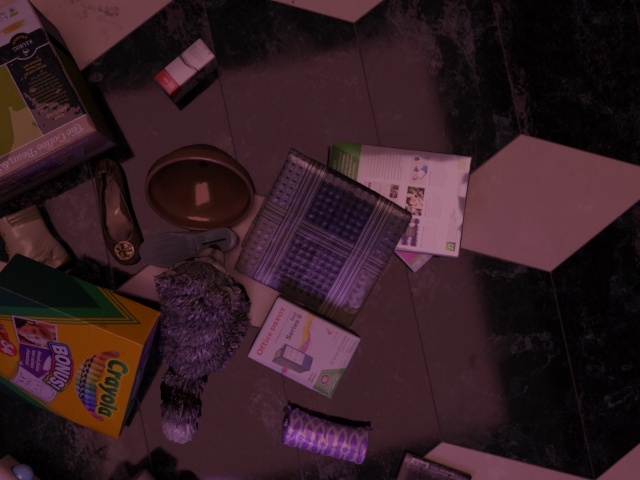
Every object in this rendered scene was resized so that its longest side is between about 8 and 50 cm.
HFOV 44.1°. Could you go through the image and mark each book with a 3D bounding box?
[{"bbox_3d":[0.202,-0.009,1.832,0.096,0.035,0.144,-43,91,0],"label":"book"}]

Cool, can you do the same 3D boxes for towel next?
[{"bbox_3d":[0.000,0.000,1.768,0.312,0.056,0.324,27,110,-2],"label":"towel"}]

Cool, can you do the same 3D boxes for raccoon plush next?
[{"bbox_3d":[-0.254,0.232,1.672,0.216,0.299,0.446,-2,89,-3],"label":"raccoon plush"}]

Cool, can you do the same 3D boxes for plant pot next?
[{"bbox_3d":[-0.262,-0.135,1.750,0.237,0.237,0.109,4,49,-3],"label":"plant pot"}]

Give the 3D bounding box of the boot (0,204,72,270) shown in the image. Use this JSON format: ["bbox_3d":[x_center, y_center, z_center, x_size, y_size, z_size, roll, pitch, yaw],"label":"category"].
[{"bbox_3d":[-0.689,0.034,1.768,0.213,0.077,0.165,-32,91,-8],"label":"boot"}]

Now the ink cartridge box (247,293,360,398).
[{"bbox_3d":[-0.038,0.237,1.786,0.212,0.093,0.154,28,88,0],"label":"ink cartridge box"}]

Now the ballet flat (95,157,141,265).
[{"bbox_3d":[-0.463,-0.065,1.789,0.084,0.058,0.249,-11,89,-2],"label":"ballet flat"}]

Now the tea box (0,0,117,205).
[{"bbox_3d":[-0.674,-0.284,1.703,0.329,0.220,0.323,-27,89,-3],"label":"tea box"}]

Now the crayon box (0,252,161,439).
[{"bbox_3d":[-0.523,0.232,1.649,0.313,0.363,0.106,24,43,-1],"label":"crayon box"}]

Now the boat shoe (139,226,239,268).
[{"bbox_3d":[-0.291,0.021,1.787,0.226,0.076,0.083,-5,83,9],"label":"boat shoe"}]

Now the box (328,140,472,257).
[{"bbox_3d":[0.168,-0.094,1.792,0.322,0.058,0.232,8,89,7],"label":"box"}]

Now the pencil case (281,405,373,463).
[{"bbox_3d":[0.011,0.442,1.792,0.206,0.086,0.088,17,61,-3],"label":"pencil case"}]

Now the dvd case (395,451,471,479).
[{"bbox_3d":[0.236,0.620,1.827,0.165,0.018,0.221,21,87,-3],"label":"dvd case"}]

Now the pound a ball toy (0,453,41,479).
[{"bbox_3d":[-0.600,0.611,1.694,0.319,0.208,0.135,39,88,-1],"label":"pound a ball toy"}]

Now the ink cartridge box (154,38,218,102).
[{"bbox_3d":[-0.300,-0.381,1.782,0.135,0.099,0.056,-41,91,-2],"label":"ink cartridge box"}]

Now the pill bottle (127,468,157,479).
[{"bbox_3d":[-0.326,0.688,1.704,0.210,0.210,0.363,-39,91,-3],"label":"pill bottle"}]
